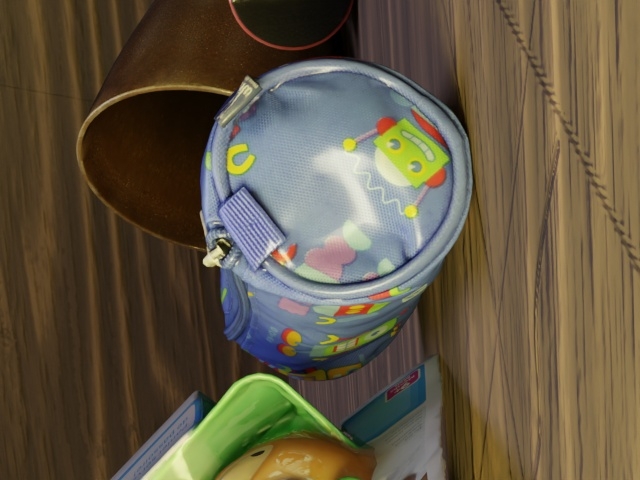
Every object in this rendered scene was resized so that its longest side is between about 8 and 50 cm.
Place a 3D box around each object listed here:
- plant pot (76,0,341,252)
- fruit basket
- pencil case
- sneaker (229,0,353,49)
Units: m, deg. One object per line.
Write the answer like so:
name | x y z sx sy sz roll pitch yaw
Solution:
plant pot | -0.067 -0.142 1.423 0.215 0.215 0.230 90 -171 -55
fruit basket | -0.064 0.195 0.832 0.165 0.327 0.353 44 -171 1
pencil case | 0.000 0.000 0.917 0.119 0.133 0.306 63 173 9
sneaker | -0.043 -0.303 1.265 0.136 0.116 0.313 -100 6 -66
